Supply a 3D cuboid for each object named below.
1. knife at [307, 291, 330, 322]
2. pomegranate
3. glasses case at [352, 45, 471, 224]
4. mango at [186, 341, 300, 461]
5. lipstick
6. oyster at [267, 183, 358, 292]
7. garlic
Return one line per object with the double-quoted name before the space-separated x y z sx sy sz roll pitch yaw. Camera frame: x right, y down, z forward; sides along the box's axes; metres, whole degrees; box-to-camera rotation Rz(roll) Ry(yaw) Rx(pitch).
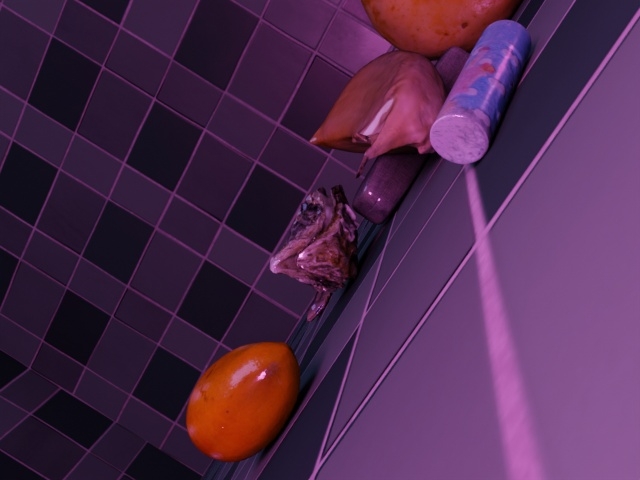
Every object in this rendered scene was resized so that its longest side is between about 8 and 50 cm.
"knife" 0.011 0.111 1.582 0.089 0.043 0.365 -60 -1 16
"pomegranate" 0.214 -0.501 1.175 0.343 0.342 0.342 -58 -1 -1
"glasses case" 0.161 -0.177 1.122 0.323 0.074 0.131 -58 0 -10
"mango" -0.085 0.179 0.752 0.145 0.112 0.219 -52 -2 -34
"lipstick" 0.136 -0.127 0.542 0.158 0.048 0.048 -58 -1 -39
"oyster" 0.001 0.004 1.097 0.158 0.162 0.351 -34 2 19
"garlic" 0.100 -0.158 0.906 0.196 0.151 0.338 -36 19 1
